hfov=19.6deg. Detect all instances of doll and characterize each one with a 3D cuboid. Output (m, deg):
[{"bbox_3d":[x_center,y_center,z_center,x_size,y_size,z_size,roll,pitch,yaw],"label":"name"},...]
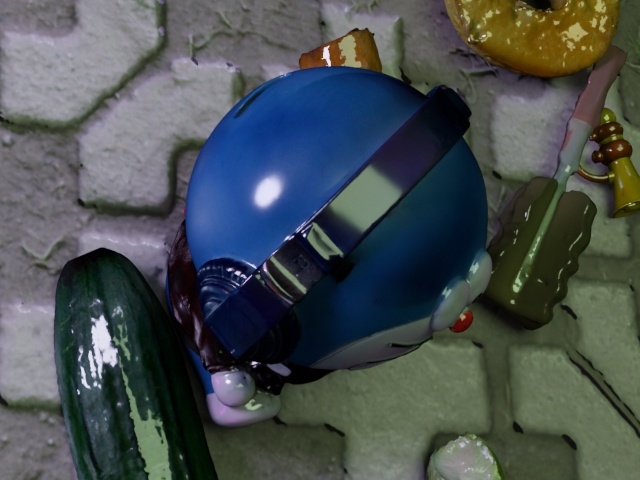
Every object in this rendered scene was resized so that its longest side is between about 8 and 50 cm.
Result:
[{"bbox_3d":[0.000,0.000,1.427,0.240,0.310,0.284,47,59,-4],"label":"doll"}]

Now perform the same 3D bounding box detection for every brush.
[{"bbox_3d":[0.224,-0.061,1.695,0.084,0.071,0.301,31,65,-11],"label":"brush"}]

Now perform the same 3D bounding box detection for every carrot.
[{"bbox_3d":[0.034,-0.078,1.611,0.072,0.072,0.205,-7,80,-29],"label":"carrot"}]

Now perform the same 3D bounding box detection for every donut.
[{"bbox_3d":[0.193,-0.231,1.735,0.178,0.065,0.162,29,78,-21],"label":"donut"}]

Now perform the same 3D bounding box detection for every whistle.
[{"bbox_3d":[0.270,-0.074,1.754,0.109,0.057,0.046,66,14,15],"label":"whistle"}]

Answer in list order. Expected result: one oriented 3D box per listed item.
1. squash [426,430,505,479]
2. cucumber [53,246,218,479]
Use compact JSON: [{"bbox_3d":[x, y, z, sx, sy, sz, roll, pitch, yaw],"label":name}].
[{"bbox_3d":[0.135,0.277,1.543,0.069,0.069,0.238,-2,75,-27],"label":"squash"},{"bbox_3d":[-0.148,0.119,1.458,0.115,0.063,0.243,-14,79,-31],"label":"cucumber"}]
